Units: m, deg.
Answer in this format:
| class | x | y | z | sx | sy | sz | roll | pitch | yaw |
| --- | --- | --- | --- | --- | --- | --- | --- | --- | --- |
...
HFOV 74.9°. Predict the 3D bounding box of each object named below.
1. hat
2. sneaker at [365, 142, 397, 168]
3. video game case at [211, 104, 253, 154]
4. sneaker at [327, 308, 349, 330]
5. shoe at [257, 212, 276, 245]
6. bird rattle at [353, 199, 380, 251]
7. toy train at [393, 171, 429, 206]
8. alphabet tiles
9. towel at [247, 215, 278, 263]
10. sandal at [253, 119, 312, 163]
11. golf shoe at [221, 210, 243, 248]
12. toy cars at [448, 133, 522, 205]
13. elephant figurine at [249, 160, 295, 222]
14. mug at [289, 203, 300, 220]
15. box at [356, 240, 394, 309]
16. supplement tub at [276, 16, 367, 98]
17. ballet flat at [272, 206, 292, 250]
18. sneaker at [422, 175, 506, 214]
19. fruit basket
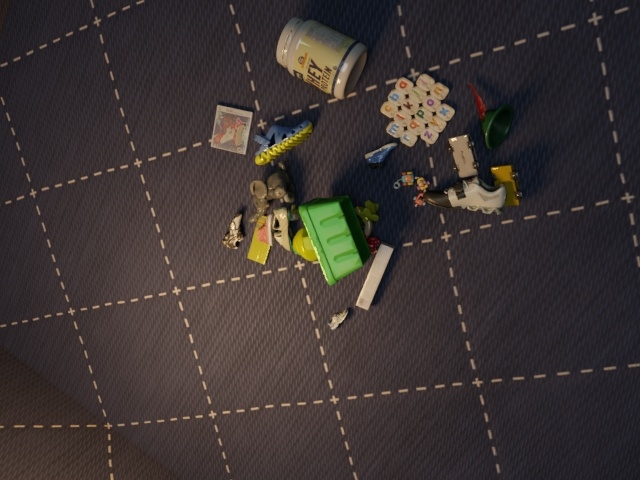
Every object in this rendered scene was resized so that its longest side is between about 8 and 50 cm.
| class | x | y | z | sx | sy | sz | roll | pitch | yaw |
| --- | --- | --- | --- | --- | --- | --- | --- | --- | --- |
| hat | 0.672 | -0.502 | 1.733 | 0.184 | 0.173 | 0.208 | 34 | 102 | 41 |
| sneaker | 0.279 | -0.367 | 1.843 | 0.152 | 0.058 | 0.084 | -22 | 88 | 20 |
| video game case | -0.424 | -0.530 | 2.001 | 0.184 | 0.023 | 0.201 | 15 | 103 | 11 |
| sneaker | 0.084 | 0.375 | 2.026 | 0.058 | 0.052 | 0.135 | 42 | 106 | 8 |
| shoe | -0.259 | -0.057 | 1.981 | 0.081 | 0.063 | 0.177 | 15 | 129 | 15 |
| bird rattle | 0.181 | -0.060 | 1.914 | 0.207 | 0.143 | 0.253 | 14 | 116 | 22 |
| toy train | 0.410 | -0.230 | 1.843 | 0.166 | 0.046 | 0.125 | 35 | 105 | 5 |
| alphabet tiles | 0.415 | -0.558 | 1.798 | 0.278 | 0.021 | 0.284 | 34 | 106 | 5 |
| towel | -0.286 | -0.006 | 2.063 | 0.102 | 0.021 | 0.237 | 21 | 104 | 13 |
| sandal | -0.186 | -0.472 | 1.907 | 0.318 | 0.126 | 0.138 | -25 | 89 | 15 |
| golf shoe | -0.412 | -0.049 | 2.064 | 0.094 | 0.077 | 0.198 | 26 | 112 | -3 |
| toy cars | 0.692 | -0.303 | 1.740 | 0.394 | 0.087 | 0.176 | 38 | 142 | 6 |
| elephant figurine | -0.251 | -0.220 | 1.945 | 0.240 | 0.185 | 0.169 | -13 | 138 | 20 |
| mug | -0.139 | -0.127 | 1.983 | 0.062 | 0.064 | 0.078 | -20 | 94 | 17 |
| box | 0.253 | 0.165 | 1.941 | 0.067 | 0.063 | 0.323 | 21 | 104 | 8 |
| supplement tub | 0.005 | -0.766 | 1.748 | 0.325 | 0.235 | 0.235 | 29 | 105 | 7 |
| ballet flat | -0.183 | -0.050 | 1.957 | 0.086 | 0.086 | 0.248 | 8 | 127 | 12 |
| sneaker | 0.600 | -0.206 | 1.742 | 0.331 | 0.122 | 0.146 | 7 | 121 | 14 |
| fruit basket | 0.000 | 0.000 | 1.843 | 0.393 | 0.283 | 0.391 | 5 | 106 | 19 |
